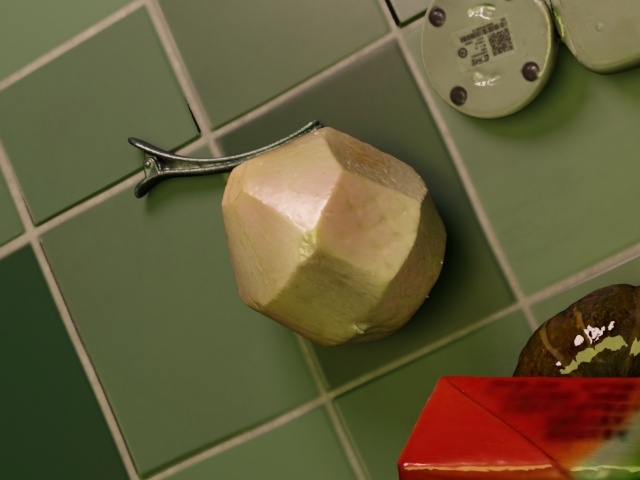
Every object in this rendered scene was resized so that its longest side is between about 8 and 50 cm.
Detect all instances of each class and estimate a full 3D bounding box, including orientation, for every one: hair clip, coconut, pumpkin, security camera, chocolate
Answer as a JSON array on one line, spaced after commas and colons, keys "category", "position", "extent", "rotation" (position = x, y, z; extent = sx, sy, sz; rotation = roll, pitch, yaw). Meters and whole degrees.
[{"category": "hair clip", "position": [-0.104, -0.096, 1.907], "extent": [0.229, 0.039, 0.070], "rotation": [-7, 88, 16]}, {"category": "coconut", "position": [0.000, 0.000, 1.773], "extent": [0.237, 0.237, 0.197], "rotation": [5, 60, 21]}, {"category": "pumpkin", "position": [0.293, 0.152, 1.696], "extent": [0.219, 0.162, 0.219], "rotation": [1, 110, 4]}, {"category": "security camera", "position": [0.244, -0.225, 1.754], "extent": [0.301, 0.080, 0.157], "rotation": [-18, 86, 30]}, {"category": "chocolate", "position": [0.259, 0.284, 1.589], "extent": [0.341, 0.161, 0.360], "rotation": [0, 127, 11]}]
